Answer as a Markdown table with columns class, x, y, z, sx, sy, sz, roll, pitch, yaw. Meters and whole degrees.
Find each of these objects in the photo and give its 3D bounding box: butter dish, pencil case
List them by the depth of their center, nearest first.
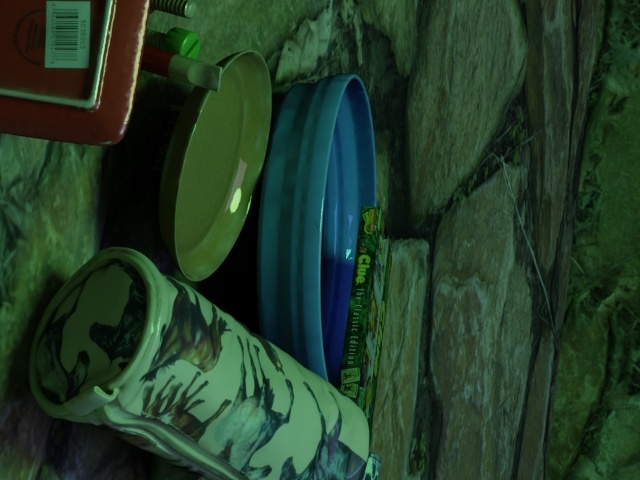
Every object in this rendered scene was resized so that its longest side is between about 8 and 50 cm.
| class | x | y | z | sx | sy | sz | roll | pitch | yaw |
| --- | --- | --- | --- | --- | --- | --- | --- | --- | --- |
| butter dish | -0.222 | -0.155 | 1.232 | 0.118 | 0.159 | 0.160 | 98 | 0 | -83 |
| pencil case | -0.105 | 0.159 | 1.426 | 0.410 | 0.160 | 0.183 | 40 | 25 | -48 |

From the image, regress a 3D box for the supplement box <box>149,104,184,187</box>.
| class | x | y | z | sx | sy | sz | roll | pitch | yaw |
| --- | --- | --- | --- | --- | --- | --- | --- | --- | --- |
| supplement box | -0.137 | -0.090 | 1.533 | 0.055 | 0.043 | 0.083 | 59 | 42 | -59 |

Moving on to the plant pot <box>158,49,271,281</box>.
| class | x | y | z | sx | sy | sz | roll | pitch | yaw |
| --- | --- | --- | --- | --- | --- | --- | --- | --- | --- |
| plant pot | -0.107 | -0.077 | 1.479 | 0.236 | 0.032 | 0.236 | 15 | 90 | -76 |

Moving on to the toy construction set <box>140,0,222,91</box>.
| class | x | y | z | sx | sy | sz | roll | pitch | yaw |
| --- | --- | --- | --- | --- | --- | --- | --- | --- | --- |
| toy construction set | -0.055 | -0.281 | 1.364 | 0.257 | 0.237 | 0.309 | 21 | 89 | -66 |

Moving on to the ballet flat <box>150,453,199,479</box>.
| class | x | y | z | sx | sy | sz | roll | pitch | yaw |
| --- | --- | --- | --- | --- | --- | --- | --- | --- | --- |
| ballet flat | -0.125 | 0.189 | 1.617 | 0.213 | 0.072 | 0.068 | -55 | 171 | -48 |

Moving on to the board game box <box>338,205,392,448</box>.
| class | x | y | z | sx | sy | sz | roll | pitch | yaw |
| --- | --- | --- | --- | --- | --- | --- | --- | --- | --- |
| board game box | 0.054 | 0.104 | 1.773 | 0.136 | 0.030 | 0.260 | 77 | 19 | -62 |

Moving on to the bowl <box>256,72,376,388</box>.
| class | x | y | z | sx | sy | sz | roll | pitch | yaw |
| --- | --- | --- | --- | --- | --- | --- | --- | --- | --- |
| bowl | 0.000 | 0.000 | 1.741 | 0.391 | 0.077 | 0.391 | 3 | 90 | -79 |
